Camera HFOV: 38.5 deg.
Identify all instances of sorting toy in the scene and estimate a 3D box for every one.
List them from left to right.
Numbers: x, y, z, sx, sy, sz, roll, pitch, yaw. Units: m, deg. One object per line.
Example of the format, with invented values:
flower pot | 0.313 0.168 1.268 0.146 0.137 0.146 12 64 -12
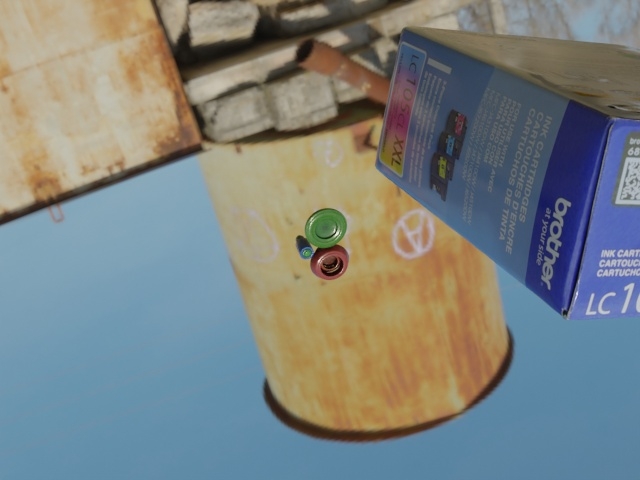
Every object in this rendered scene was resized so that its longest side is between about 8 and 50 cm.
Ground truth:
sorting toy | 0.000 0.000 1.096 0.061 0.102 0.042 -13 -148 -10

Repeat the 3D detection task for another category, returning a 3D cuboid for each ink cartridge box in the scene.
ink cartridge box | 0.246 -0.060 0.737 0.270 0.151 0.395 0 -159 -20
